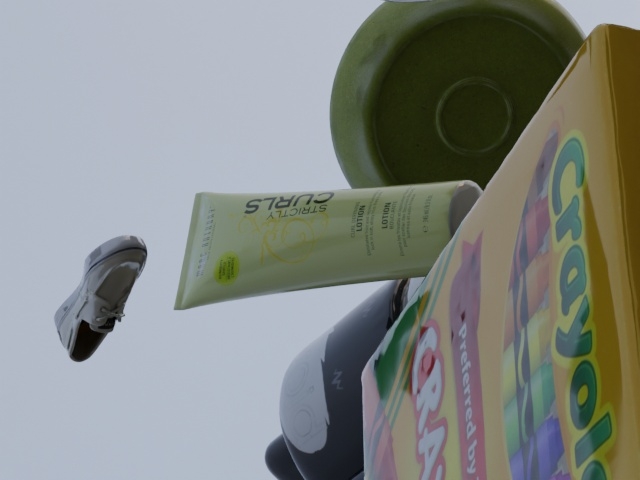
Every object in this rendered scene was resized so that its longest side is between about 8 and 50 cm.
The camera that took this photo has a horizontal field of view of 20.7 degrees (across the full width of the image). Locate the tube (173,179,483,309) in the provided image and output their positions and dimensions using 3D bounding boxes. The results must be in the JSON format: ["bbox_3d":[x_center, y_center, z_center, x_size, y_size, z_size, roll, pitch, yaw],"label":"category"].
[{"bbox_3d":[0.000,0.000,1.205,0.070,0.240,0.062,-43,-59,-49],"label":"tube"}]

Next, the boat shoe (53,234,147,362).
[{"bbox_3d":[-0.125,0.036,1.010,0.035,0.035,0.100,4,-37,-36],"label":"boat shoe"}]

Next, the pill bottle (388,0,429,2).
[{"bbox_3d":[0.066,-0.282,1.152,0.278,0.162,0.162,-75,-24,-56],"label":"pill bottle"}]

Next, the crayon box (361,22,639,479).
[{"bbox_3d":[0.097,0.070,0.613,0.081,0.318,0.202,9,-123,-14],"label":"crayon box"}]

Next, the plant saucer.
[{"bbox_3d":[0.129,-0.107,1.494,0.241,0.037,0.241,-2,-76,-7],"label":"plant saucer"}]

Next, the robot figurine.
[{"bbox_3d":[0.083,0.117,1.324,0.173,0.209,0.278,17,-42,-36],"label":"robot figurine"}]
